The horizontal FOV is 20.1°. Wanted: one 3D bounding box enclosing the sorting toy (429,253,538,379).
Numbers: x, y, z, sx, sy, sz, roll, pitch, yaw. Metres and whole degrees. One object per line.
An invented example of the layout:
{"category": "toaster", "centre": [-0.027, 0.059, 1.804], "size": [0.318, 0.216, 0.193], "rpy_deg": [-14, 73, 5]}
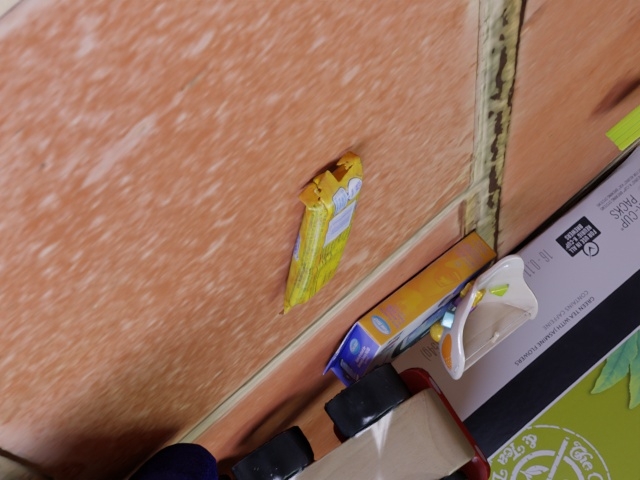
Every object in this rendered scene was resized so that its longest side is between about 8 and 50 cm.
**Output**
{"category": "sorting toy", "centre": [0.114, 0.043, 1.252], "size": [0.083, 0.045, 0.075], "rpy_deg": [-35, 157, -29]}

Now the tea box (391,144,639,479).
{"category": "tea box", "centre": [0.248, 0.162, 1.512], "size": [0.329, 0.323, 0.220], "rpy_deg": [-39, 166, -18]}

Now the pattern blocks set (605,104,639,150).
{"category": "pattern blocks set", "centre": [0.314, -0.154, 1.228], "size": [0.285, 0.026, 0.325], "rpy_deg": [-40, 176, 26]}

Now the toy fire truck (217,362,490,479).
{"category": "toy fire truck", "centre": [0.030, 0.203, 1.326], "size": [0.217, 0.158, 0.246], "rpy_deg": [-36, 173, 9]}

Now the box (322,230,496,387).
{"category": "box", "centre": [0.060, 0.055, 1.272], "size": [0.136, 0.028, 0.081], "rpy_deg": [-38, 167, -28]}

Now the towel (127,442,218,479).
{"category": "towel", "centre": [-0.141, 0.223, 0.949], "size": [0.227, 0.076, 0.308], "rpy_deg": [-45, -179, 3]}

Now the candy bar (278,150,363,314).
{"category": "candy bar", "centre": [0.000, 0.000, 0.936], "size": [0.040, 0.018, 0.161], "rpy_deg": [-42, 167, -19]}
